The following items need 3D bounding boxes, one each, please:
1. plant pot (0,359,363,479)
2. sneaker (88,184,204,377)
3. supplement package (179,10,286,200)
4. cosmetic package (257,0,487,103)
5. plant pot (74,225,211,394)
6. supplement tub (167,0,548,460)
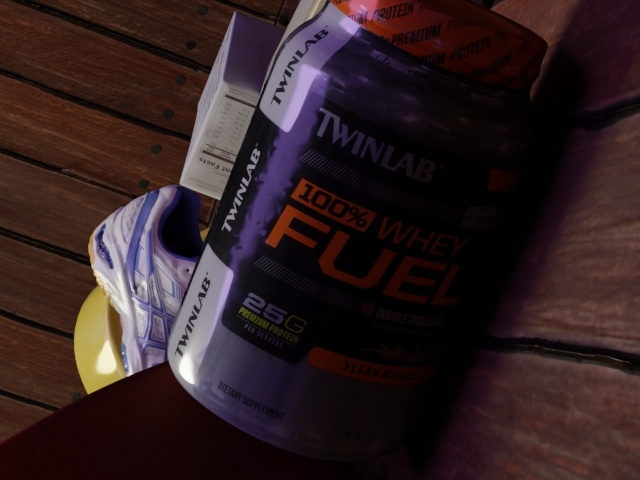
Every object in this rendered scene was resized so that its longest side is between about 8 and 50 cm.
[{"bbox_3d":[-0.118,0.251,1.275,0.236,0.267,0.267,-44,-15,-36],"label":"plant pot"},{"bbox_3d":[-0.135,0.079,1.618,0.131,0.296,0.112,-35,-19,26],"label":"sneaker"},{"bbox_3d":[-0.043,-0.142,1.935,0.262,0.204,0.145,-88,21,-64],"label":"supplement package"},{"bbox_3d":[0.049,-0.206,1.662,0.309,0.160,0.113,120,166,-55],"label":"cosmetic package"},{"bbox_3d":[-0.113,0.092,1.800,0.239,0.254,0.254,-41,26,40],"label":"plant pot"},{"bbox_3d":[0.031,-0.023,1.197,0.207,0.207,0.338,-98,28,-72],"label":"supplement tub"}]
